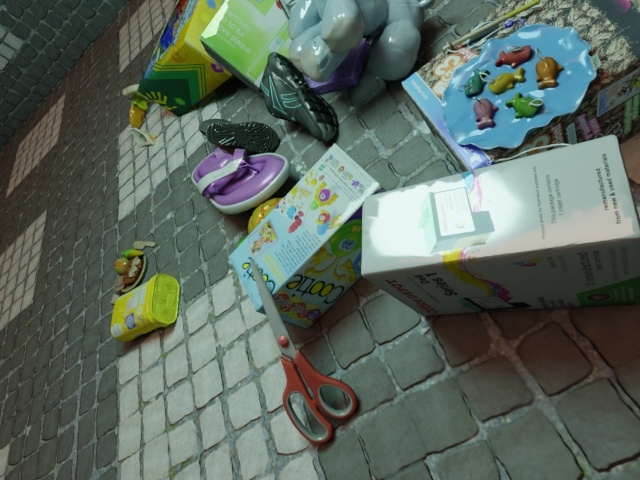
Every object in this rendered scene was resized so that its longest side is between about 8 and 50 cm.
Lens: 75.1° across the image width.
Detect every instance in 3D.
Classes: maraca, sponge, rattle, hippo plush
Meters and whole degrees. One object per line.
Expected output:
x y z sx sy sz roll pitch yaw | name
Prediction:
-0.101 -0.029 0.851 0.185 0.099 0.127 -18 17 46 | maraca
0.014 -0.411 1.010 0.210 0.031 0.117 3 68 39 | sponge
-0.613 -0.506 1.522 0.199 0.130 0.143 -4 74 7 | rattle
0.082 -0.440 0.849 0.234 0.236 0.294 -9 75 59 | hippo plush

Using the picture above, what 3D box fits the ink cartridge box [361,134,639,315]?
0.216 0.008 0.514 0.278 0.201 0.117 -11 61 33 | ink cartridge box

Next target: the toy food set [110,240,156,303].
-0.541 0.084 1.171 0.132 0.038 0.192 -1 67 37 | toy food set

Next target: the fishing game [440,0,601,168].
0.238 -0.199 0.525 0.189 0.041 0.264 -13 60 35 | fishing game

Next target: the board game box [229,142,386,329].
0.000 0.000 0.727 0.275 0.142 0.144 -45 49 9 | board game box

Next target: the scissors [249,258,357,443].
-0.057 0.176 0.642 0.109 0.021 0.297 -37 91 8 | scissors

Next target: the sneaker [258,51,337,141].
-0.056 -0.312 0.959 0.106 0.101 0.267 -47 62 30 | sneaker

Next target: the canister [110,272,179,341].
-0.432 0.167 1.021 0.169 0.073 0.126 -25 54 27 | canister

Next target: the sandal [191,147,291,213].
-0.224 -0.159 0.964 0.416 0.102 0.169 16 66 52 | sandal

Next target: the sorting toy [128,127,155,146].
-0.624 -0.367 1.449 0.083 0.075 0.045 4 70 39 | sorting toy

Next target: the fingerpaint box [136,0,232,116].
-0.371 -0.670 1.310 0.371 0.163 0.445 -7 63 48 | fingerpaint box

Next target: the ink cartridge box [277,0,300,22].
-0.003 -0.556 0.929 0.172 0.237 0.100 -35 38 1 | ink cartridge box

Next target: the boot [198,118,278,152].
-0.217 -0.276 1.077 0.208 0.189 0.076 -144 62 -69 | boot

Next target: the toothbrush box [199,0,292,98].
-0.135 -0.543 1.058 0.283 0.206 0.122 -52 13 2 | toothbrush box

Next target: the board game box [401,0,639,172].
0.310 -0.221 0.605 0.291 0.141 0.232 -36 50 17 | board game box
